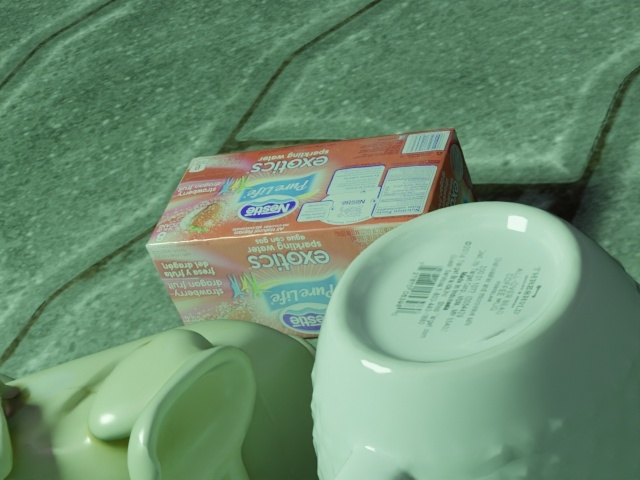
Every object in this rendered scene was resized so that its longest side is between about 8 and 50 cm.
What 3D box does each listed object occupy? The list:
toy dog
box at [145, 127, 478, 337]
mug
[{"bbox_3d":[-0.216,0.185,1.177,0.408,0.285,0.395,-7,36,23],"label":"toy dog"},{"bbox_3d":[0.000,0.000,1.428,0.300,0.142,0.154,-5,37,23],"label":"box"},{"bbox_3d":[0.106,0.180,0.956,0.276,0.328,0.374,12,47,40],"label":"mug"}]
